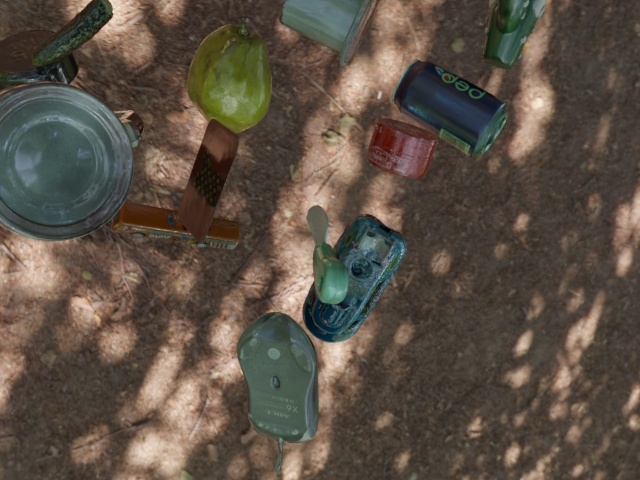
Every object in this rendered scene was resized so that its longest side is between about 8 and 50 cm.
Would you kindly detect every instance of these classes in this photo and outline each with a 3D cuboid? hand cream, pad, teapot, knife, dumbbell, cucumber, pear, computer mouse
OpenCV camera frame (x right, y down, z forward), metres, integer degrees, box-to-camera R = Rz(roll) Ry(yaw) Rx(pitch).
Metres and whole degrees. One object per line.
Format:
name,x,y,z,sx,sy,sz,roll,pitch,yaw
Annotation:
hand cream,0.236,-0.269,1.712,0.193,0.193,0.125,3,118,-32
pad,-0.265,-0.141,1.372,0.004,0.181,0.267,10,109,-38
teapot,-0.450,-0.155,0.990,0.315,0.312,0.233,-30,119,-34
knife,0.000,-0.001,0.830,0.034,0.260,0.063,6,118,-13
dumbbell,-0.669,-0.333,1.469,0.203,0.204,0.322,-28,144,-19
cucumber,-0.510,-0.421,1.206,0.214,0.052,0.058,-31,166,16
pear,-0.290,-0.542,1.928,0.287,0.287,0.375,-1,127,-31
computer mouse,-0.078,0.310,1.202,0.090,0.167,0.379,-44,141,-62

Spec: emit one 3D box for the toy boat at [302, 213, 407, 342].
toy boat,0.050,0.095,1.163,0.134,0.092,0.299,31,117,5

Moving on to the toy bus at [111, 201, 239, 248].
toy bus,-0.468,-0.046,1.937,0.409,0.092,0.093,9,66,-25

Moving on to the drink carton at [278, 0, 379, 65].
drink carton,0.022,-0.544,1.400,0.189,0.191,0.185,31,112,1

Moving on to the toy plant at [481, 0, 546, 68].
toy plant,0.403,-0.483,1.214,0.232,0.112,0.243,-53,156,-51

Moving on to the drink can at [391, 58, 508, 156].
drink can,0.242,-0.252,1.109,0.118,0.205,0.118,-50,165,-19
